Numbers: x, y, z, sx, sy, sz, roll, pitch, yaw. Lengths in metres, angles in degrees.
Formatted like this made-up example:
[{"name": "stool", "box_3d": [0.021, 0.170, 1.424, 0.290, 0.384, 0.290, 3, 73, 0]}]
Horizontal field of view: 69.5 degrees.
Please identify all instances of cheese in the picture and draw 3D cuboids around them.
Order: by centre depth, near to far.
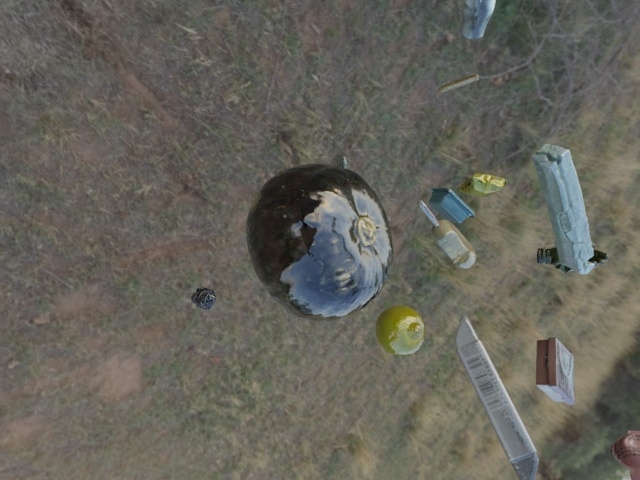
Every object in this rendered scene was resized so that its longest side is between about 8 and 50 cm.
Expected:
[{"name": "cheese", "box_3d": [1.094, 0.744, 1.556, 0.286, 0.189, 0.074, -44, 115, -57]}, {"name": "cheese", "box_3d": [0.433, -0.027, 1.618, 0.082, 0.286, 0.163, -40, -170, 19]}]

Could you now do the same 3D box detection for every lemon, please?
[{"name": "lemon", "box_3d": [0.292, 0.336, 1.729, 0.184, 0.184, 0.248, -33, -177, -19]}]

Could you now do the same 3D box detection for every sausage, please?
[{"name": "sausage", "box_3d": [0.446, -0.509, 1.497, 0.024, 0.132, 0.024, 22, 63, -53]}]

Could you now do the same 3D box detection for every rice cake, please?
[{"name": "rice cake", "box_3d": [0.527, -0.056, 0.990, 0.063, 0.066, 0.336, -38, 121, -5]}]

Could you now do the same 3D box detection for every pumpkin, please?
[{"name": "pumpkin", "box_3d": [0.000, 0.000, 1.294, 0.454, 0.344, 0.454, 20, 62, -44]}]

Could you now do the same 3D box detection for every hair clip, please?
[{"name": "hair clip", "box_3d": [0.070, -0.273, 1.652, 0.036, 0.229, 0.066, -4, 97, 0]}]

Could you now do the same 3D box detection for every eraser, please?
[{"name": "eraser", "box_3d": [0.366, 0.330, 0.973, 0.061, 0.352, 0.089, -28, 158, 13]}]

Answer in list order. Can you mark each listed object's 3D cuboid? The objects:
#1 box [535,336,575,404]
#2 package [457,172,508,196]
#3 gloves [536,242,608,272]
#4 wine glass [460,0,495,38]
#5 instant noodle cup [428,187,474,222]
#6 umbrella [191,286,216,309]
[{"name": "box", "box_3d": [0.985, 0.548, 1.932, 0.215, 0.086, 0.215, 38, 53, -32]}, {"name": "package", "box_3d": [0.718, -0.243, 2.045, 0.226, 0.168, 0.090, 111, -13, -86]}, {"name": "gloves", "box_3d": [1.026, 0.068, 1.884, 0.107, 0.268, 0.135, -8, 98, -40]}, {"name": "wine glass", "box_3d": [0.503, -0.759, 1.458, 0.103, 0.103, 0.222, -33, 151, -19]}, {"name": "instant noodle cup", "box_3d": [0.529, -0.139, 1.902, 0.179, 0.157, 0.070, 39, 87, -15]}, {"name": "umbrella", "box_3d": [-0.469, 0.223, 1.802, 0.071, 0.224, 0.080, 31, 71, -19]}]
